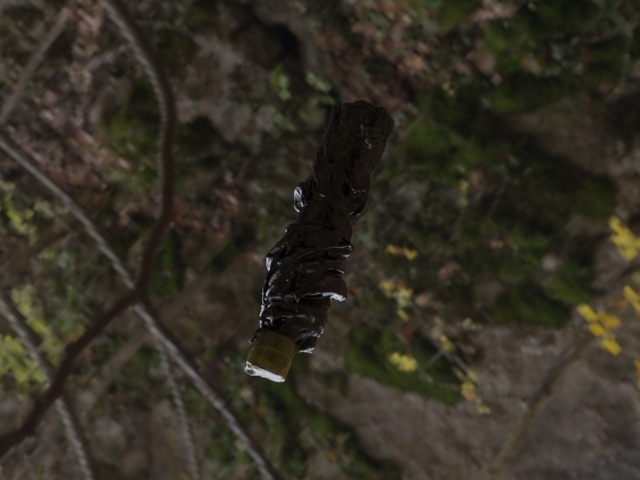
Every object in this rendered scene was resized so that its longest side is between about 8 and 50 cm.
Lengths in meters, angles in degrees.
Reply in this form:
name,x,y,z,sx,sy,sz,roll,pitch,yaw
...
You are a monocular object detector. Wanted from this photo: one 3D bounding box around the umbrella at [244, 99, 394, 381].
name,x,y,z,sx,sy,sz,roll,pitch,yaw
umbrella,0.000,0.000,0.656,0.040,0.144,0.037,11,159,24
